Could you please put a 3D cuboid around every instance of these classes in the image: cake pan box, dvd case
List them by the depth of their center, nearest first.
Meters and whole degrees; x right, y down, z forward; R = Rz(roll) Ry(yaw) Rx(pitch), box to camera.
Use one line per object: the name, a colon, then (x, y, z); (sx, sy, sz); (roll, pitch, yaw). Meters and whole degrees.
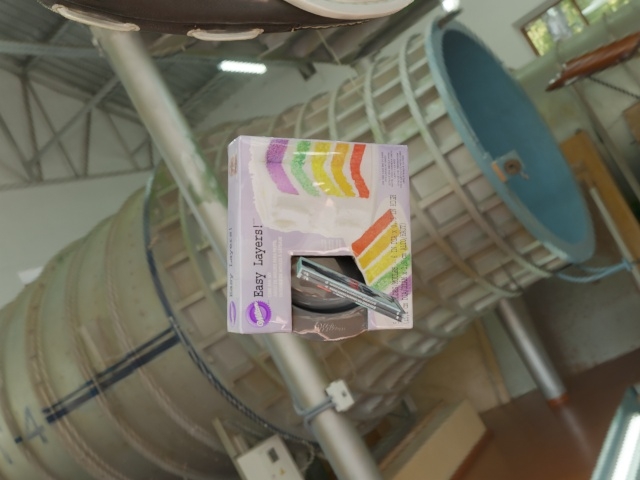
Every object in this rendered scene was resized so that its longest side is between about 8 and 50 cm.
dvd case: (0.031, 0.051, 0.777); (0.087, 0.120, 0.013); (-102, 38, -84)
cake pan box: (0.000, 0.000, 0.967); (0.246, 0.266, 0.070); (2, -5, -18)

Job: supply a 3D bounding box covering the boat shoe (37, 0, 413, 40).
boat shoe: (-0.067, -0.209, 0.553); (0.303, 0.114, 0.091); (1, -17, -29)
